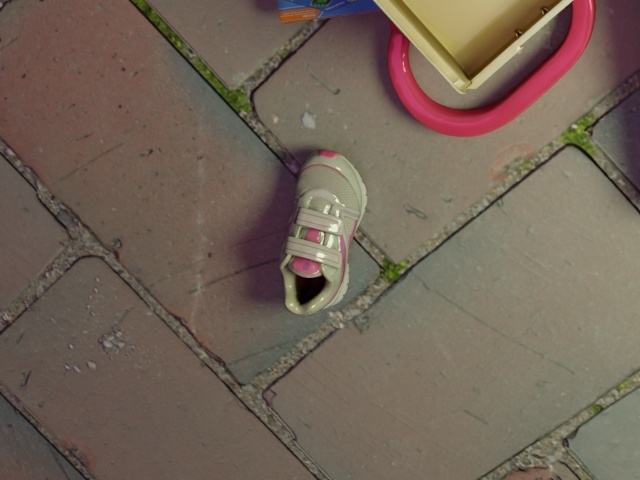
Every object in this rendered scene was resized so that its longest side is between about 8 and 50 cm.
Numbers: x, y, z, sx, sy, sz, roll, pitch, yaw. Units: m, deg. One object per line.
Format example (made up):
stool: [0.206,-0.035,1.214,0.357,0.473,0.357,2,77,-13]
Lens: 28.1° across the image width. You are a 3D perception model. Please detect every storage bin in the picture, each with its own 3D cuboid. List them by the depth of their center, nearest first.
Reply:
storage bin: [0.181,-0.344,1.453,0.262,0.123,0.260,-41,101,15]

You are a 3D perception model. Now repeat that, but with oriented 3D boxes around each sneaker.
sneaker: [0.000,0.000,1.768,0.103,0.111,0.252,9,115,13]

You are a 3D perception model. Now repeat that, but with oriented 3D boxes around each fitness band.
fitness band: [0.212,-0.262,1.627,0.209,0.054,0.291,43,119,-8]

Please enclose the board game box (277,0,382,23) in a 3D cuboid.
board game box: [0.069,-0.358,1.599,0.281,0.027,0.145,-2,98,27]
